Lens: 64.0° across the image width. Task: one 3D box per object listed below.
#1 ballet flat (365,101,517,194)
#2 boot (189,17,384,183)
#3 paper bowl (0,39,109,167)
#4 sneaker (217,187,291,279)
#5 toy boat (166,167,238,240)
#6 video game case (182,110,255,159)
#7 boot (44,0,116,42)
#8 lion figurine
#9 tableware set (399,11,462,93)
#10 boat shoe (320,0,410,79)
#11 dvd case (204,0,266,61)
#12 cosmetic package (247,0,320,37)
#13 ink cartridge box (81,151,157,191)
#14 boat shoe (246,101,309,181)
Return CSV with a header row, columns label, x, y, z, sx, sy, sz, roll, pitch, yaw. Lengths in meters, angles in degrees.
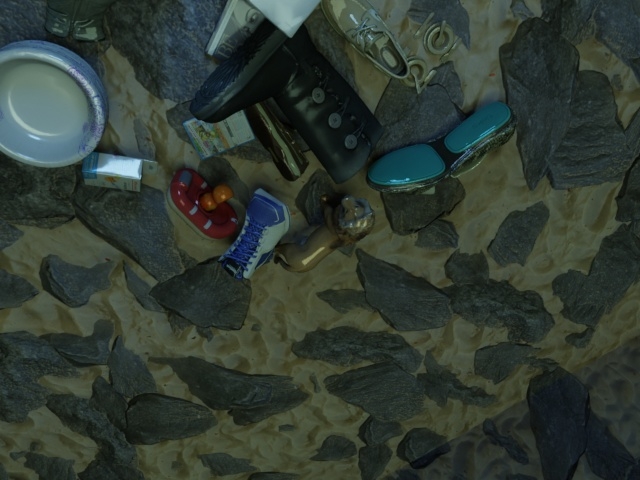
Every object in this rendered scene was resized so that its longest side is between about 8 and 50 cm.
label,x,y,z,sx,sy,sz,roll,pitch,yaw
ballet flat,0.377,-0.241,1.563,0.483,0.164,0.182,-28,145,3
boot,-0.064,-0.310,1.340,0.367,0.146,0.445,-48,129,-6
paper bowl,-0.660,-0.331,1.231,0.284,0.148,0.284,-7,125,-10
sneaker,-0.200,0.018,1.502,0.127,0.182,0.315,31,137,7
toy boat,-0.310,-0.111,1.452,0.151,0.151,0.231,-21,129,24
video game case,-0.280,-0.305,1.425,0.166,0.015,0.119,-22,126,0
boot,-0.511,-0.540,1.186,0.247,0.083,0.161,1,134,-14
lion figurine,0.000,0.000,1.562,0.142,0.240,0.392,32,111,-30
tableware set,0.297,-0.509,1.419,0.128,0.039,0.194,28,113,-28
boat shoe,0.123,-0.533,1.318,0.109,0.098,0.302,-42,118,15
dvd case,-0.163,-0.507,1.318,0.221,0.018,0.164,22,115,-26
cosmetic package,-0.081,-0.588,1.062,0.156,0.385,0.217,33,108,-31
ink cartridge box,-0.538,-0.182,1.383,0.181,0.061,0.104,6,165,-18
boat shoe,-0.115,-0.295,1.443,0.095,0.095,0.257,-42,123,-22
